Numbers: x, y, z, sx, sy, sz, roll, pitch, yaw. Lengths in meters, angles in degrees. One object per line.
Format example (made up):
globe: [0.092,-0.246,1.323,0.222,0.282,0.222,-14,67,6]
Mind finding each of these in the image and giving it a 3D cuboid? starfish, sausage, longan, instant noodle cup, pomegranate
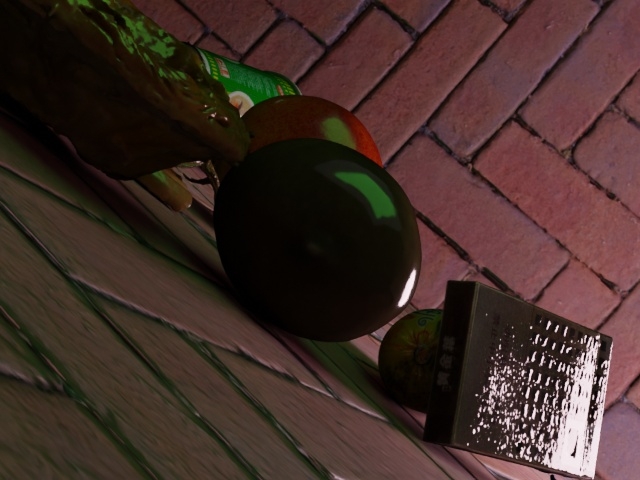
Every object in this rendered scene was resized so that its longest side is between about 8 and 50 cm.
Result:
starfish: [-0.143,-0.088,1.776,0.130,0.041,0.133,45,3,-12]
sausage: [0.148,0.150,1.856,0.123,0.123,0.347,43,2,17]
longan: [0.000,0.000,1.522,0.220,0.196,0.196,36,1,17]
instant noodle cup: [-0.169,-0.203,2.392,0.207,0.207,0.233,44,12,35]
pomegranate: [-0.047,-0.077,1.953,0.257,0.221,0.221,16,-3,12]

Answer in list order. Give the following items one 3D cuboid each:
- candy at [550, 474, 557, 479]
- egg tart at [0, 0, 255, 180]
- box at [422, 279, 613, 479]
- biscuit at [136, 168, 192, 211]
candy: [0.405,0.413,1.854,0.331,0.077,0.187,37,11,-23]
egg tart: [-0.217,-0.163,1.453,0.352,0.150,0.352,40,4,-4]
box: [0.232,0.165,1.769,0.047,0.180,0.325,2,-12,37]
biscuit: [-0.225,-0.114,1.772,0.144,0.033,0.224,40,3,-31]
